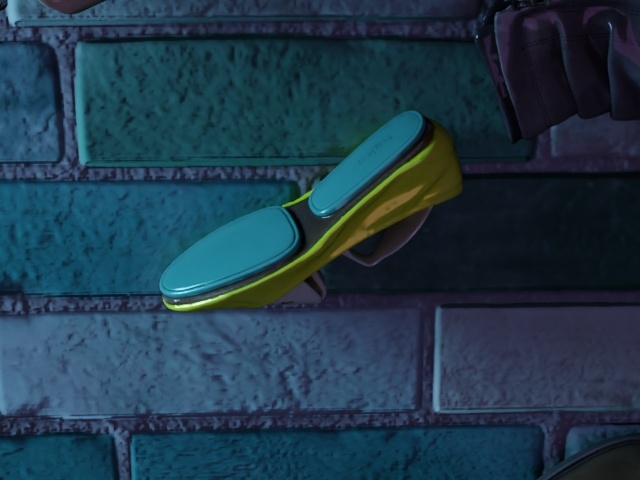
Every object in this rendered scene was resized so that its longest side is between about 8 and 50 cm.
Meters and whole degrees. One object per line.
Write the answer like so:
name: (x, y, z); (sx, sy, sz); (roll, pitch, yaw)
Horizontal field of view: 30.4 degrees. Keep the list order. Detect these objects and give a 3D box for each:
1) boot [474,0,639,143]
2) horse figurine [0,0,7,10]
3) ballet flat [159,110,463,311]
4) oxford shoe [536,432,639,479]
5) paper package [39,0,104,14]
boot: (0.226, -0.096, 0.788); (0.223, 0.118, 0.338); (-15, 98, 6)
horse figurine: (-0.256, -0.276, 0.724); (0.263, 0.066, 0.174); (40, 97, -16)
ballet flat: (0.000, 0.000, 0.825); (0.231, 0.077, 0.077); (-33, 123, 7)
oxford shoe: (0.263, 0.196, 0.885); (0.227, 0.096, 0.083); (-12, 110, 4)
paper package: (-0.065, -0.309, 0.497); (0.309, 0.168, 0.325); (-27, 123, -14)
